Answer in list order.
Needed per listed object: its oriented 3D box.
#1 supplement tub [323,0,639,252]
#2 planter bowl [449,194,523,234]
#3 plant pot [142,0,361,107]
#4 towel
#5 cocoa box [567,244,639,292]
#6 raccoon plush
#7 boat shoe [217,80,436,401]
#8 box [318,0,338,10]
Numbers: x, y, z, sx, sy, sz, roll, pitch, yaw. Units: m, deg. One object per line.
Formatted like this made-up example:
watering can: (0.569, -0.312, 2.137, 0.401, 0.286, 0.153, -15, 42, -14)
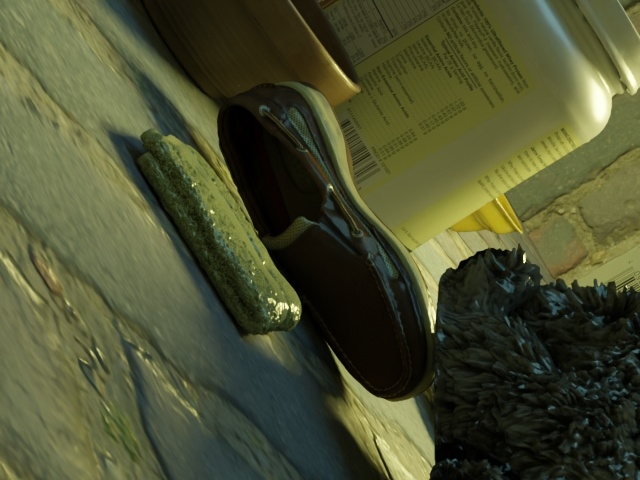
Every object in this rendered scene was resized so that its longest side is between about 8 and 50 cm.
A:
supplement tub: (0.118, -0.147, 1.761, 0.235, 0.325, 0.235, 56, 9, -13)
planter bowl: (0.190, -0.079, 2.706, 0.217, 0.090, 0.217, 56, 8, -12)
plant pot: (-0.074, -0.195, 1.580, 0.237, 0.110, 0.237, 57, 9, -14)
towel: (-0.064, -0.005, 1.238, 0.148, 0.027, 0.110, 59, 10, 6)
cocoa box: (0.331, 0.230, 1.928, 0.228, 0.231, 0.347, 49, 13, -50)
raccoon plush: (0.225, 0.169, 1.252, 0.446, 0.299, 0.216, -82, 169, -53)
boat shoe: (-0.006, 0.004, 1.400, 0.095, 0.095, 0.257, -6, 63, -53)
box: (0.012, -0.290, 2.145, 0.143, 0.191, 0.381, 55, 8, -16)
